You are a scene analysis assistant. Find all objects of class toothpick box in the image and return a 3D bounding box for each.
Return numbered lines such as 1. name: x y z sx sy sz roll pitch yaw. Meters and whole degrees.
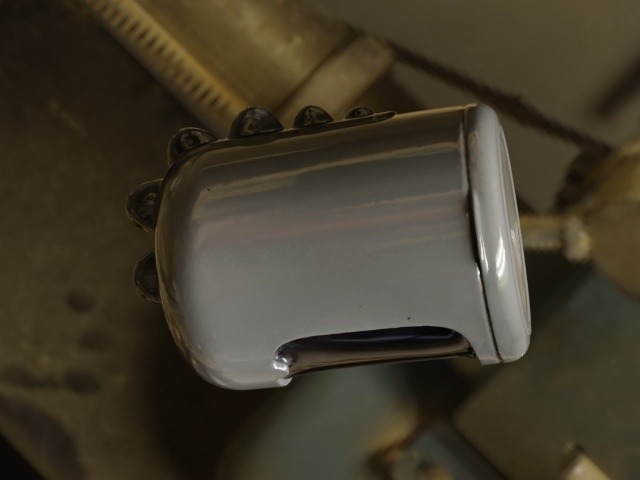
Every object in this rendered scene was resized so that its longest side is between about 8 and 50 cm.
1. toothpick box: 0.000 0.000 1.482 0.316 0.229 0.229 -7 180 9
